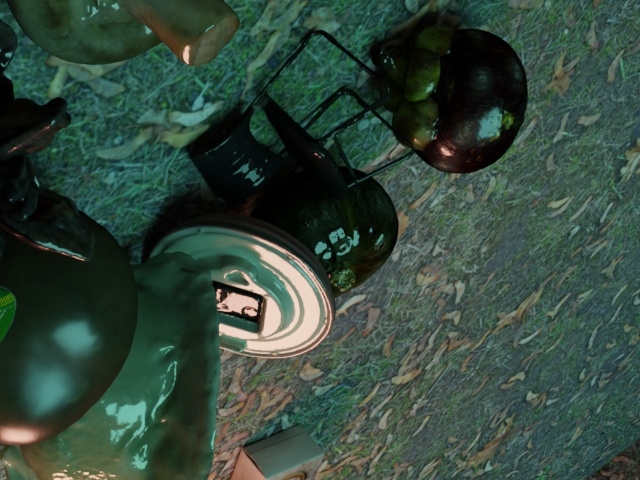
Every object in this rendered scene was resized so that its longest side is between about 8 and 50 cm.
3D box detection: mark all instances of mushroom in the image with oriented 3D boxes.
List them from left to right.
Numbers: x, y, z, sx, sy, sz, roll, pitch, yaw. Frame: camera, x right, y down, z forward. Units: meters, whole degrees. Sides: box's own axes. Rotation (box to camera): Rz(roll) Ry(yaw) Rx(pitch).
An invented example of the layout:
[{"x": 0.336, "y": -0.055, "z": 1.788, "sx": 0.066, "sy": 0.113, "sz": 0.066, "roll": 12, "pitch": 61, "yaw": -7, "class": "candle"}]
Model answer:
[{"x": -0.161, "y": -0.229, "z": 0.973, "sx": 0.207, "sy": 0.215, "sz": 0.207, "roll": -37, "pitch": 155, "yaw": -21, "class": "mushroom"}]

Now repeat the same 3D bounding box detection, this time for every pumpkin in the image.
[{"x": 0.000, "y": 0.000, "z": 1.471, "sx": 0.224, "sy": 0.157, "sz": 0.223, "roll": -25, "pitch": 155, "yaw": -13, "class": "pumpkin"}]

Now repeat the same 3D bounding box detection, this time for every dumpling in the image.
[{"x": -0.257, "y": 0.192, "z": 1.327, "sx": 0.212, "sy": 0.270, "sz": 0.320, "roll": 6, "pitch": 133, "yaw": -20, "class": "dumpling"}]

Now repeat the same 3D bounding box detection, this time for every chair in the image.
[{"x": -0.023, "y": -0.111, "z": 1.335, "sx": 0.221, "sy": 0.145, "sz": 0.140, "roll": -40, "pitch": 148, "yaw": -5, "class": "chair"}]

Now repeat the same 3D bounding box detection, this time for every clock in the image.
[{"x": -0.099, "y": 0.064, "z": 1.390, "sx": 0.244, "sy": 0.244, "sz": 0.056, "roll": 96, "pitch": 11, "yaw": -46, "class": "clock"}]

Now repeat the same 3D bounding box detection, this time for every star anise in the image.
[{"x": -0.294, "y": -0.084, "z": 0.977, "sx": 0.129, "sy": 0.212, "sz": 0.282, "roll": -26, "pitch": 143, "yaw": -34, "class": "star anise"}]

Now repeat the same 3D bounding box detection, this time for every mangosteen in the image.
[{"x": 0.159, "y": -0.190, "z": 1.449, "sx": 0.217, "sy": 0.192, "sz": 0.192, "roll": 18, "pitch": 119, "yaw": -14, "class": "mangosteen"}]

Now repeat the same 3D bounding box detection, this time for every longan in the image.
[{"x": -0.296, "y": 0.083, "z": 1.141, "sx": 0.248, "sy": 0.248, "sz": 0.248, "roll": -30, "pitch": 146, "yaw": -23, "class": "longan"}]

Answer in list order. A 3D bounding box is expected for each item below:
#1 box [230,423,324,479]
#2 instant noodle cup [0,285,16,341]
[{"x": -0.089, "y": 0.429, "z": 1.949, "sx": 0.135, "sy": 0.081, "sz": 0.199, "roll": -16, "pitch": 136, "yaw": -39, "class": "box"}, {"x": -0.411, "y": 0.034, "z": 0.936, "sx": 0.207, "sy": 0.233, "sz": 0.207, "roll": -44, "pitch": 170, "yaw": -10, "class": "instant noodle cup"}]
